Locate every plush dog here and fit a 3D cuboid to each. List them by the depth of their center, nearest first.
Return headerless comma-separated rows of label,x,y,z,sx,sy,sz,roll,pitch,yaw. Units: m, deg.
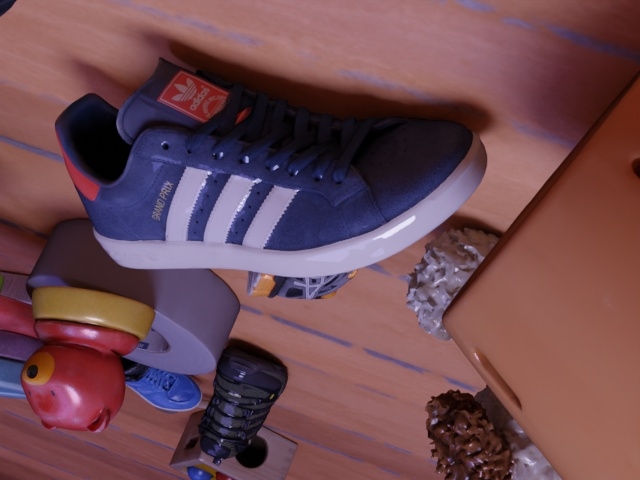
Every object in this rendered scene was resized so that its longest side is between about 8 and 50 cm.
plush dog,0.186,0.134,1.043,0.211,0.225,0.262,-2,147,46

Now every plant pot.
plant pot,0.208,0.031,0.769,0.203,0.291,0.291,40,158,5

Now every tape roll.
tape roll,-0.200,0.063,1.446,0.219,0.072,0.219,18,158,8

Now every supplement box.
supplement box,-0.350,0.071,1.649,0.098,0.036,0.062,7,153,33

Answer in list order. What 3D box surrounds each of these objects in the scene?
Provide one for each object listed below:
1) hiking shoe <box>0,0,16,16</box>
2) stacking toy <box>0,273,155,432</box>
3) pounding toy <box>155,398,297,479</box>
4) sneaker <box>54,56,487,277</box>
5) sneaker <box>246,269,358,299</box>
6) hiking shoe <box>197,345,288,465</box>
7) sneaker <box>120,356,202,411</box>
hiking shoe,-0.294,-0.241,0.777,0.132,0.113,0.304,50,179,40
stacking toy,-0.349,0.108,1.328,0.280,0.130,0.309,19,163,-37
pounding toy,-0.146,0.281,1.852,0.206,0.094,0.181,29,157,-17
sneaker,-0.055,-0.065,0.970,0.350,0.131,0.148,-6,125,34
sneaker,0.000,0.000,1.125,0.083,0.084,0.215,13,163,-12
hiking shoe,-0.096,0.205,1.608,0.086,0.114,0.227,19,157,6
sneaker,-0.217,0.170,1.717,0.152,0.058,0.084,32,165,-5
